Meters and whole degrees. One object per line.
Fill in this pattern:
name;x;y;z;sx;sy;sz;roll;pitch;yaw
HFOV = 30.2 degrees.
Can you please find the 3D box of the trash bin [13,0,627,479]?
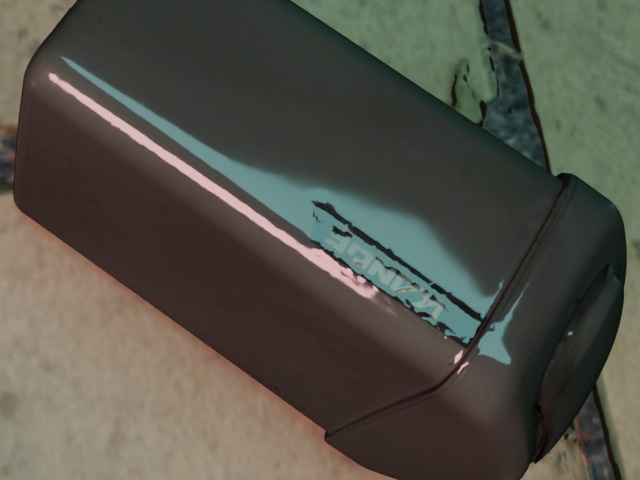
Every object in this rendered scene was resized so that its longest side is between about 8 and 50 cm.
trash bin;0.000;0.000;0.468;0.236;0.177;0.101;35;69;-4
